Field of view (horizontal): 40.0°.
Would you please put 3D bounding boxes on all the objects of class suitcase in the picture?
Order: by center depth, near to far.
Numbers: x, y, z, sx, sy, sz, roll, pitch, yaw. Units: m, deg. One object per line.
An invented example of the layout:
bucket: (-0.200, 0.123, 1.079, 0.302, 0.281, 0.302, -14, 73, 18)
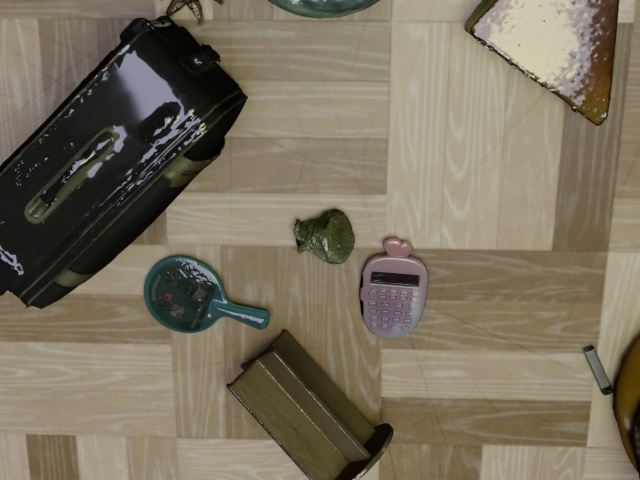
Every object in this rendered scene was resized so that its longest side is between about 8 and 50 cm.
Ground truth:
suitcase: (-0.289, -0.096, 1.165, 0.434, 0.283, 0.194, -43, 98, 13)

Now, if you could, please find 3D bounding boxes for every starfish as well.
starfish: (-0.178, -0.338, 1.213, 0.091, 0.028, 0.078, 7, 114, -3)

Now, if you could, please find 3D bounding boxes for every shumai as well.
shumai: (0.000, 0.000, 1.304, 0.080, 0.082, 0.083, -18, 75, 43)

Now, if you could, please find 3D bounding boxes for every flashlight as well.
flashlight: (0.432, 0.202, 1.366, 0.018, 0.018, 0.083, -25, 105, 8)

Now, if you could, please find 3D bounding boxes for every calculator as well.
calculator: (0.111, 0.073, 1.336, 0.103, 0.024, 0.166, 5, 110, 1)

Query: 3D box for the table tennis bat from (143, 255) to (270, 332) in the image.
table tennis bat: (-0.174, 0.094, 1.351, 0.201, 0.033, 0.124, 18, 109, 2)

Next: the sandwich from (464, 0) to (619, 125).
sandwich: (0.332, -0.289, 1.165, 0.220, 0.108, 0.186, 35, 107, -7)

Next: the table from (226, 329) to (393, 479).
table: (-0.025, 0.260, 1.344, 0.167, 0.167, 0.227, -41, 93, 14)

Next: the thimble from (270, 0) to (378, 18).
thimble: (-0.004, -0.388, 1.120, 0.250, 0.172, 0.205, 3, 104, -1)

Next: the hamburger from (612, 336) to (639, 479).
hamburger: (0.632, 0.265, 1.235, 0.395, 0.277, 0.396, -1, 111, -2)
